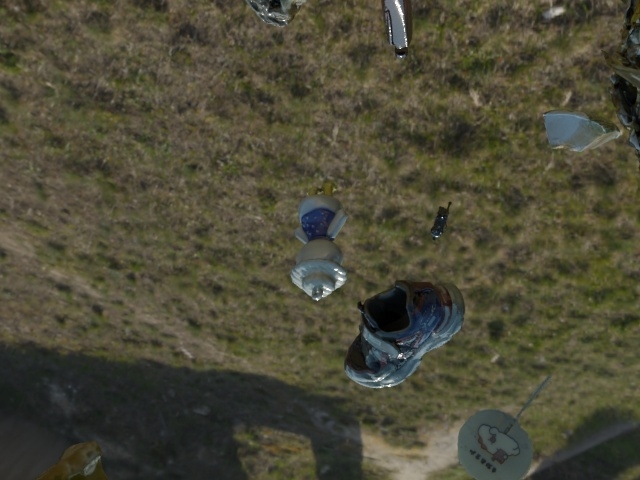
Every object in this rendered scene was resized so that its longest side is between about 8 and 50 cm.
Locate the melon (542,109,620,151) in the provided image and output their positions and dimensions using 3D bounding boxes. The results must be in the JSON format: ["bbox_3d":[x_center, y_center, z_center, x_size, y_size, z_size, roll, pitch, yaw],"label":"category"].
[{"bbox_3d":[0.614,-0.245,1.392,0.203,0.093,0.139,6,-170,-14],"label":"melon"}]

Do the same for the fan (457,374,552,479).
[{"bbox_3d":[0.484,0.473,1.561,0.191,0.329,0.009,36,180,31],"label":"fan"}]

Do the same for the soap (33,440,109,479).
[{"bbox_3d":[-0.307,0.325,0.502,0.143,0.281,0.259,47,126,4],"label":"soap"}]

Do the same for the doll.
[{"bbox_3d":[0.000,0.000,1.321,0.138,0.293,0.119,-20,138,27],"label":"doll"}]

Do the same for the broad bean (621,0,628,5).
[{"bbox_3d":[0.409,-0.331,0.797,0.043,0.297,0.060,-32,120,17],"label":"broad bean"}]

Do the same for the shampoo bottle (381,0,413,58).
[{"bbox_3d":[0.171,-0.488,1.361,0.067,0.068,0.236,7,161,14],"label":"shampoo bottle"}]

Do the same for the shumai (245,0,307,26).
[{"bbox_3d":[-0.094,-0.635,1.490,0.176,0.166,0.206,-5,146,42],"label":"shumai"}]

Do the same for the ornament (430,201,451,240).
[{"bbox_3d":[0.225,-0.031,1.154,0.028,0.125,0.073,19,108,8],"label":"ornament"}]

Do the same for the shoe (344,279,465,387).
[{"bbox_3d":[0.096,0.134,0.889,0.126,0.099,0.227,19,127,-41],"label":"shoe"}]

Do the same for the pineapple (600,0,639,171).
[{"bbox_3d":[0.412,-0.155,0.468,0.301,0.352,0.352,-18,148,-4],"label":"pineapple"}]
